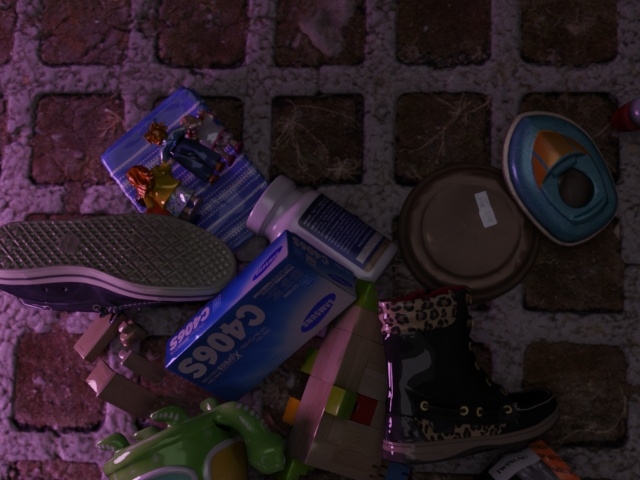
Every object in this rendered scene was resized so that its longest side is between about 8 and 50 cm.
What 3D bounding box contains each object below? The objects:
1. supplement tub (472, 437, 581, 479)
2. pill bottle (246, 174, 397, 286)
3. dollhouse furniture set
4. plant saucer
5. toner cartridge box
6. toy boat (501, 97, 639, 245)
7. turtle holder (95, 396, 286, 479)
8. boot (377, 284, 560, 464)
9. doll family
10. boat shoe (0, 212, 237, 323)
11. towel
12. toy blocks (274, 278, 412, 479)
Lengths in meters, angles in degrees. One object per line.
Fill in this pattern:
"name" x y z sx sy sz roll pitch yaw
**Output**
"supplement tub" 0.320 0.508 1.806 0.316 0.193 0.193 -43 79 -2
"pill bottle" 0.000 0.000 1.933 0.265 0.153 0.153 35 86 5
"dollhouse furniture set" -0.383 0.234 2.007 0.144 0.123 0.151 -52 45 -4
"plant saucer" 0.286 -0.019 1.976 0.278 0.041 0.277 -1 80 6
"toner cartridge box" -0.112 0.146 1.857 0.165 0.075 0.348 32 119 -28
"toy boat" 0.494 -0.161 1.905 0.318 0.148 0.267 -38 93 -7
"turtle holder" -0.221 0.411 1.857 0.320 0.243 0.227 -23 78 -8
"boot" 0.257 0.221 1.799 0.377 0.138 0.284 -7 91 -28
"doll family" -0.278 -0.146 1.979 0.163 0.118 0.263 31 89 9
"boat shoe" -0.396 0.057 1.963 0.500 0.156 0.186 1 52 11
"towel" -0.257 -0.118 2.047 0.243 0.040 0.336 -39 79 -1
"toy blocks" 0.110 0.291 1.860 0.261 0.191 0.381 22 83 -24
